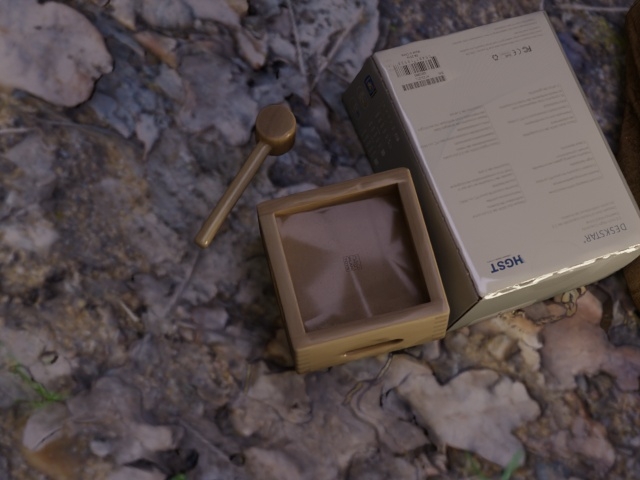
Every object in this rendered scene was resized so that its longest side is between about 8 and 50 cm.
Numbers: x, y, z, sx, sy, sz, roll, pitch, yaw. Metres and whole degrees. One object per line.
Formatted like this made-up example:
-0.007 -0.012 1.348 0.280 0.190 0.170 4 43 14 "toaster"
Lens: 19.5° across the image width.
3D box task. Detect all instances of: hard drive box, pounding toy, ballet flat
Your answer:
0.150 -0.062 1.596 0.181 0.089 0.232 -16 74 -24 "hard drive box"
-0.010 -0.003 1.516 0.181 0.094 0.206 -14 73 -3 "pounding toy"
0.329 -0.091 1.649 0.116 0.124 0.342 13 66 -13 "ballet flat"
